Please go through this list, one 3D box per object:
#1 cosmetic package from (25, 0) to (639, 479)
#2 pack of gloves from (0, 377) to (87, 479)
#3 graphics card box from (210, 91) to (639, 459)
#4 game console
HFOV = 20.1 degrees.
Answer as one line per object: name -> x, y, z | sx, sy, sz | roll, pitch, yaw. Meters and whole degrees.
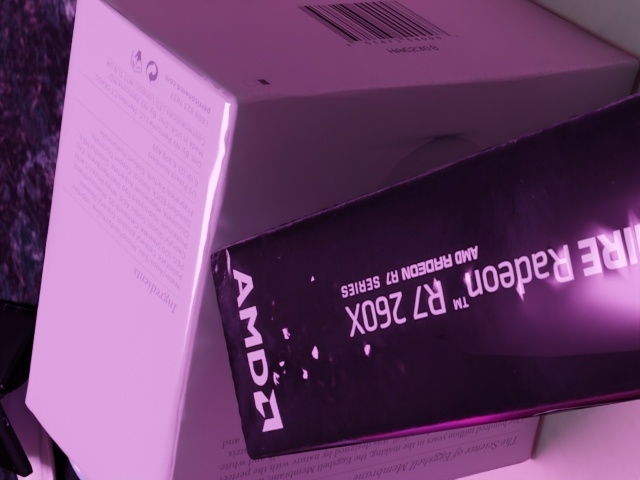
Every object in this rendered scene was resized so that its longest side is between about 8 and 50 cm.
cosmetic package -> 0.000, 0.000, 0.847 | 0.138, 0.224, 0.224 | 39, 127, 45
pack of gloves -> -0.186, 0.198, 1.318 | 0.195, 0.046, 0.232 | -41, 64, 52
graphics card box -> 0.152, -0.002, 0.621 | 0.371, 0.233, 0.094 | -17, 83, 55
game console -> -0.239, 0.111, 1.380 | 0.122, 0.071, 0.107 | 6, 123, 62
